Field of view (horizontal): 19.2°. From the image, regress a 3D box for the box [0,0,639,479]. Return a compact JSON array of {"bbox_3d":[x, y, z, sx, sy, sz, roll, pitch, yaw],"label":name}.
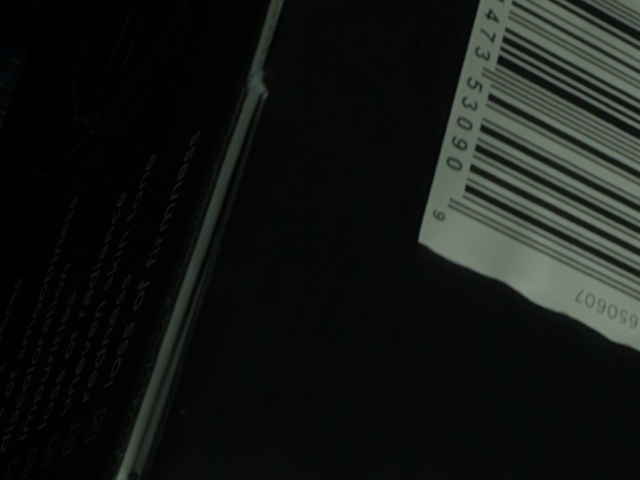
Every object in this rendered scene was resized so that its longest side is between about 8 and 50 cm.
[{"bbox_3d":[0.000,0.000,0.993,0.297,0.480,0.472,25,156,-21],"label":"box"}]
